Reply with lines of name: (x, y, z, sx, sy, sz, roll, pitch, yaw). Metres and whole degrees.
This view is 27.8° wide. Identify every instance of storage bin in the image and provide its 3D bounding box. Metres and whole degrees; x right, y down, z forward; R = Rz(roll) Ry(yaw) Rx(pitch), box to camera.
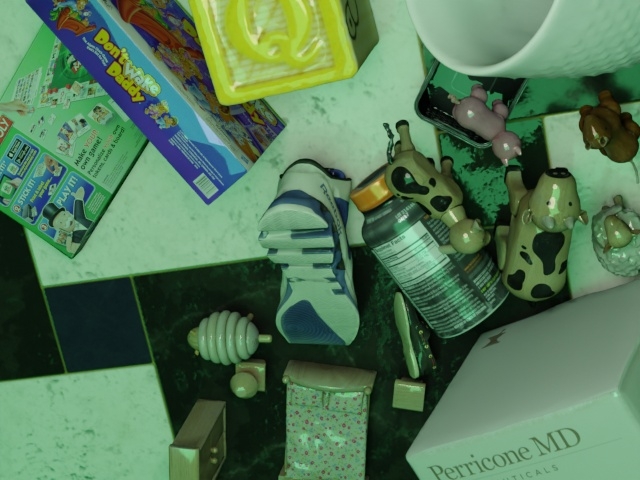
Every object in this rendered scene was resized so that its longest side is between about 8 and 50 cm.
storage bin: (0.216, -0.230, 1.733, 0.122, 0.084, 0.180, 27, 112, 1)

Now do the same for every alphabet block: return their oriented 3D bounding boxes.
alphabet block: (-0.047, -0.304, 1.697, 0.194, 0.197, 0.192, -13, 106, 15)

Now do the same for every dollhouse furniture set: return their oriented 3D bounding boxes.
dollhouse furniture set: (-0.035, 0.355, 1.945, 0.356, 0.174, 0.303, 6, 111, 9)

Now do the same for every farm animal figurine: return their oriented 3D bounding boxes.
farm animal figurine: (0.265, -0.040, 1.684, 0.330, 0.172, 0.326, -11, 131, 10)

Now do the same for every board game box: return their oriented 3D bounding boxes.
board game box: (-0.210, -0.232, 1.735, 0.078, 0.233, 0.347, -39, 99, 21)
board game box: (-0.371, -0.156, 1.895, 0.213, 0.046, 0.317, 35, 112, -2)

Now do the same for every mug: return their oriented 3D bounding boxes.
mug: (0.293, -0.375, 1.551, 0.276, 0.328, 0.374, -38, 64, 49)

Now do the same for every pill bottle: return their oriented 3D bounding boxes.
pill bottle: (0.146, 0.006, 1.807, 0.130, 0.130, 0.245, -34, 100, 20)

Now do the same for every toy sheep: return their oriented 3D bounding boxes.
toy sheep: (-0.136, 0.144, 1.935, 0.132, 0.091, 0.091, -6, 108, 13)

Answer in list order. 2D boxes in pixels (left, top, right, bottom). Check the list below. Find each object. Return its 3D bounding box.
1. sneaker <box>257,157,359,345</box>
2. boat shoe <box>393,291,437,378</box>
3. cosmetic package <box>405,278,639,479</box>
sneaker: (0.000, -0.001, 1.840, 0.128, 0.182, 0.315, 3, 139, 12)
boat shoe: (0.139, 0.135, 1.904, 0.042, 0.049, 0.133, -17, 100, -12)
cosmetic package: (0.388, 0.312, 1.728, 0.329, 0.327, 0.393, -25, 104, 36)
